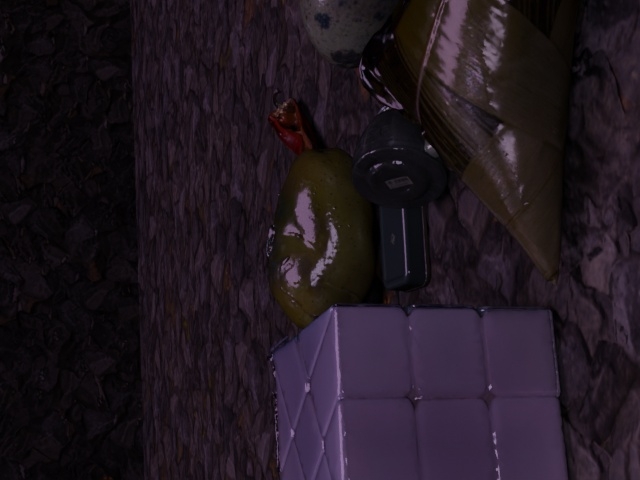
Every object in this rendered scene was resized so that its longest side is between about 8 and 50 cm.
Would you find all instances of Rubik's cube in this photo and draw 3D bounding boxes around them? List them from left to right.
[{"bbox_3d":[0.088,0.191,1.178,0.231,0.225,0.221,136,132,-66],"label":"Rubik's cube"}]

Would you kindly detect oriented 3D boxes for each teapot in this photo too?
[{"bbox_3d":[0.096,-0.116,1.372,0.149,0.111,0.108,107,171,-54],"label":"teapot"}]

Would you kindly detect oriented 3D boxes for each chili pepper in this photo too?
[{"bbox_3d":[-0.039,-0.175,1.895,0.050,0.059,0.268,57,-179,-35],"label":"chili pepper"}]

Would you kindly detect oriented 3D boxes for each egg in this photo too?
[{"bbox_3d":[0.043,-0.299,1.491,0.141,0.141,0.181,-116,27,-54],"label":"egg"}]

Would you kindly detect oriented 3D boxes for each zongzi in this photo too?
[{"bbox_3d":[0.195,-0.164,1.068,0.317,0.154,0.289,58,144,25],"label":"zongzi"}]

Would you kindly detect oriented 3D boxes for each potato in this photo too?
[{"bbox_3d":[0.000,0.000,1.598,0.169,0.144,0.248,10,98,61],"label":"potato"}]

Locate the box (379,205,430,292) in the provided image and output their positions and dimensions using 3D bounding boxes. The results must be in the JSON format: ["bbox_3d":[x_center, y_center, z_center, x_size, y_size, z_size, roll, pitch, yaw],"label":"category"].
[{"bbox_3d":[0.101,-0.002,1.466,0.091,0.031,0.126,154,114,-70],"label":"box"}]
